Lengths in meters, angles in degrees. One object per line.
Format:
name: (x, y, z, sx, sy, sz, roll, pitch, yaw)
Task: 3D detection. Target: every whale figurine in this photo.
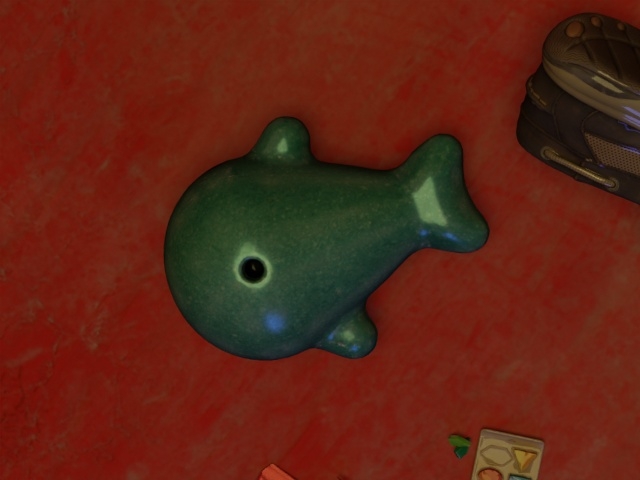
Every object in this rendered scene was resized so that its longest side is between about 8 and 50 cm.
whale figurine: (0.000, 0.000, 1.438, 0.272, 0.141, 0.216, -17, 94, 9)

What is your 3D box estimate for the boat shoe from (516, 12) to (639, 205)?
boat shoe: (0.322, -0.053, 1.413, 0.355, 0.132, 0.130, 30, 126, -1)

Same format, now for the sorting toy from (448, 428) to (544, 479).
sorting toy: (0.150, 0.196, 1.509, 0.083, 0.012, 0.062, 11, 99, 6)

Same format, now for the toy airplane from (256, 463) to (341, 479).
toy airplane: (-0.016, 0.273, 1.532, 0.151, 0.028, 0.151, 1, 96, 9)
